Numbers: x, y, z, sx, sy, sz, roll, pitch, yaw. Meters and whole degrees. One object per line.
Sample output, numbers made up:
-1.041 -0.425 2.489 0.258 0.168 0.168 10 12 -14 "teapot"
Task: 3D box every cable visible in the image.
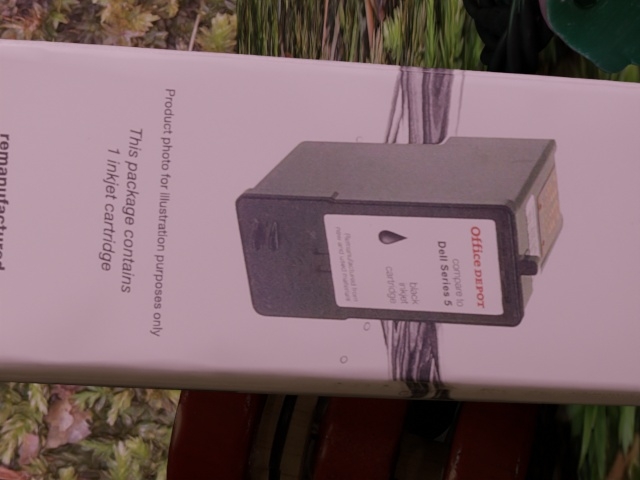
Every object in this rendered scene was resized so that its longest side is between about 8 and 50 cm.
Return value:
0.097 -0.161 0.778 0.150 0.047 0.184 93 171 -51 "cable"

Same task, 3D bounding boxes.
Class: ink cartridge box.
0.000 0.000 0.611 0.198 0.273 0.115 167 106 -81 "ink cartridge box"

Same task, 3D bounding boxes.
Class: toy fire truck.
0.029 0.103 0.874 0.254 0.169 0.302 -69 -11 -53 "toy fire truck"

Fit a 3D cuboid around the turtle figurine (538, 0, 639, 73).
0.088 -0.176 0.598 0.234 0.118 0.175 -108 19 -49 "turtle figurine"
